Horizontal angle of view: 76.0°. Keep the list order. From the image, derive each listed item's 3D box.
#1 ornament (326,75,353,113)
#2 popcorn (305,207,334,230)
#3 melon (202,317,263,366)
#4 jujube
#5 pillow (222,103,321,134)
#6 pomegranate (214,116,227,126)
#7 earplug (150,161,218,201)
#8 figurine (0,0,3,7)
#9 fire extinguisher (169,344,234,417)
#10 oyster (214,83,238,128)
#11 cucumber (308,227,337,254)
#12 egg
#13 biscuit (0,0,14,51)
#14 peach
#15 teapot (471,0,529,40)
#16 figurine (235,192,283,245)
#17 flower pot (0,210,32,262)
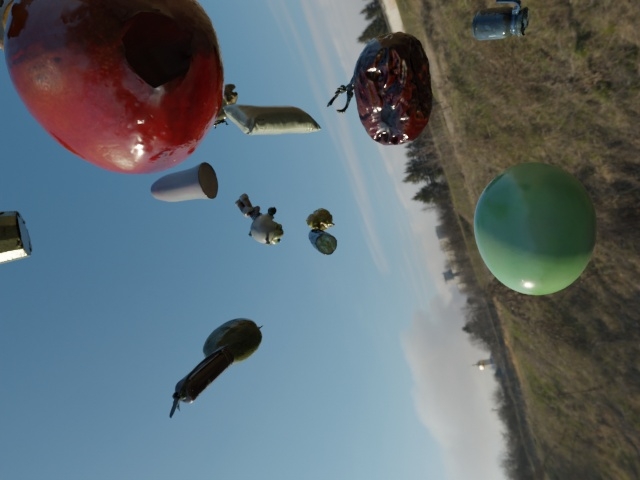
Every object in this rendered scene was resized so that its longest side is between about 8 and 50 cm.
[{"bbox_3d":[0.115,-0.591,1.612,0.080,0.236,0.202,35,175,-2],"label":"ornament"},{"bbox_3d":[-0.001,-0.077,1.625,0.109,0.096,0.089,14,-148,-17],"label":"popcorn"},{"bbox_3d":[-0.224,0.266,1.074,0.114,0.168,0.114,53,161,26],"label":"melon"},{"bbox_3d":[0.259,-0.539,1.476,0.276,0.277,0.376,-71,-29,-60],"label":"jujube"},{"bbox_3d":[-0.135,-0.348,1.166,0.254,0.144,0.078,-16,-49,-40],"label":"pillow"},{"bbox_3d":[-0.503,-0.651,2.018,0.159,0.205,0.159,22,-138,-21],"label":"pomegranate"},{"bbox_3d":[-0.651,-0.254,1.901,0.172,0.302,0.172,-7,-90,-76],"label":"earplug"},{"bbox_3d":[-0.545,-0.474,0.637,0.192,0.257,0.167,42,173,22],"label":"figurine"},{"bbox_3d":[-0.208,0.239,0.720,0.158,0.043,0.064,-35,-39,-68],"label":"fire extinguisher"},{"bbox_3d":[-0.446,-0.455,1.447,0.133,0.338,0.197,71,-171,-46],"label":"oyster"},{"bbox_3d":[0.000,-0.001,1.472,0.241,0.075,0.074,-147,35,-75],"label":"cucumber"},{"bbox_3d":[0.430,-0.025,0.832,0.220,0.221,0.269,21,-118,-66],"label":"egg"},{"bbox_3d":[-0.686,-0.522,1.112,0.312,0.057,0.351,-44,-28,-40],"label":"biscuit"},{"bbox_3d":[-0.355,-0.318,0.769,0.388,0.389,0.387,-17,-90,-71],"label":"peach"},{"bbox_3d":[0.297,-0.367,0.676,0.049,0.083,0.063,-43,-47,-35],"label":"teapot"},{"bbox_3d":[-0.198,-0.067,1.341,0.094,0.147,0.197,-8,-120,-52],"label":"figurine"},{"bbox_3d":[-0.992,-0.007,1.207,0.212,0.203,0.212,44,141,50],"label":"flower pot"}]
